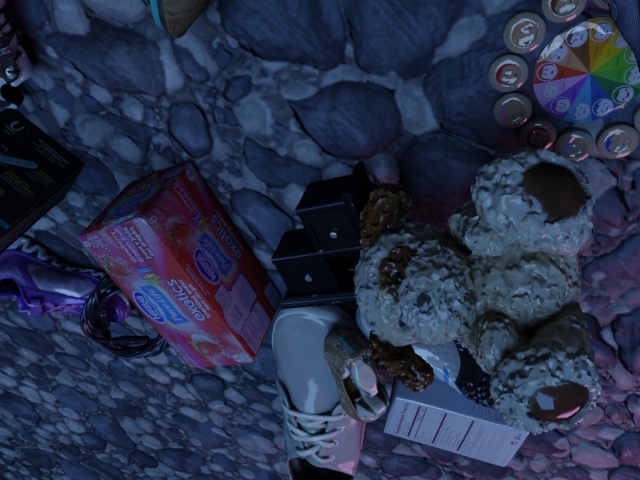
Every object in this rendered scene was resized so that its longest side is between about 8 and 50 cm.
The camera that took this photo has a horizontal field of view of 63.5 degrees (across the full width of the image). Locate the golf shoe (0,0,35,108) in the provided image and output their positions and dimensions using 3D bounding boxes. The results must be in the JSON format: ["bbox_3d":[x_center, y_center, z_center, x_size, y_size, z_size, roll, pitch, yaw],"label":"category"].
[{"bbox_3d":[-0.368,-0.234,0.589,0.093,0.077,0.198,24,138,-20],"label":"golf shoe"}]

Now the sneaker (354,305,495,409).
[{"bbox_3d":[0.156,0.147,0.704,0.237,0.085,0.086,30,169,8],"label":"sneaker"}]

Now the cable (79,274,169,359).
[{"bbox_3d":[-0.302,0.119,0.828,0.150,0.047,0.185,-27,134,4],"label":"cable"}]

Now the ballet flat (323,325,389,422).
[{"bbox_3d":[0.059,0.208,0.725,0.067,0.073,0.206,37,159,52],"label":"ballet flat"}]

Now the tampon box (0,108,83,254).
[{"bbox_3d":[-0.422,-0.070,0.672,0.120,0.161,0.101,42,129,-15],"label":"tampon box"}]

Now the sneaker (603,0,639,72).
[{"bbox_3d":[0.175,-0.221,0.383,0.153,0.101,0.269,-18,112,32],"label":"sneaker"}]

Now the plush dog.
[{"bbox_3d":[0.144,0.039,0.537,0.225,0.210,0.263,-4,102,16],"label":"plush dog"}]

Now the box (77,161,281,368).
[{"bbox_3d":[-0.178,0.042,0.703,0.122,0.128,0.257,-13,123,28],"label":"box"}]

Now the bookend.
[{"bbox_3d":[0.000,0.000,0.644,0.156,0.072,0.157,-8,125,25],"label":"bookend"}]

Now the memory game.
[{"bbox_3d":[0.249,-0.152,0.473,0.186,0.012,0.186,10,131,11],"label":"memory game"}]

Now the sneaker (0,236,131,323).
[{"bbox_3d":[-0.433,0.089,0.847,0.236,0.105,0.095,25,131,-3],"label":"sneaker"}]

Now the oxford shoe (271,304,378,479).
[{"bbox_3d":[0.002,0.276,0.837,0.168,0.130,0.450,9,129,14],"label":"oxford shoe"}]

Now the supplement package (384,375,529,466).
[{"bbox_3d":[0.194,0.233,0.747,0.179,0.105,0.105,14,133,9],"label":"supplement package"}]

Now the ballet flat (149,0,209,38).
[{"bbox_3d":[-0.091,-0.331,0.395,0.123,0.116,0.343,-2,126,-4],"label":"ballet flat"}]
